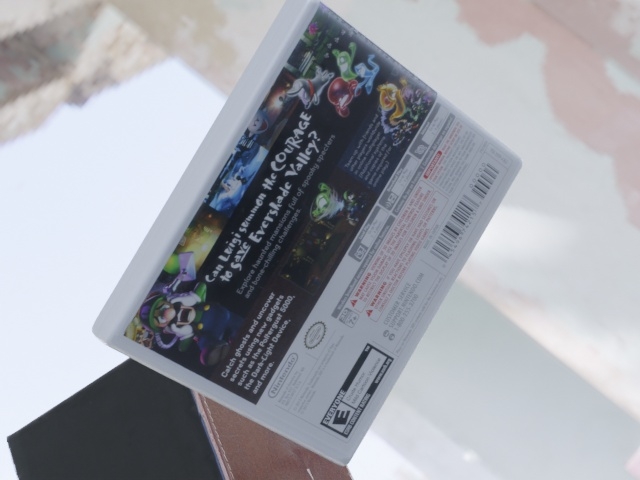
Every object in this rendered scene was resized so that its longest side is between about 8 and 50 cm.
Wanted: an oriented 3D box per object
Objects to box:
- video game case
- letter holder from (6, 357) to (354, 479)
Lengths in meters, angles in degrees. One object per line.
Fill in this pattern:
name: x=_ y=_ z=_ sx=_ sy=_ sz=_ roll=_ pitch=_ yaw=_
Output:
video game case: x=0.000 y=0.000 z=0.791 sx=0.173 sy=0.022 sz=0.190 roll=33 pitch=-93 yaw=-39
letter holder: x=-0.053 y=0.245 z=1.068 sx=0.152 sy=0.302 sz=0.214 roll=-33 pitch=-29 yaw=18
